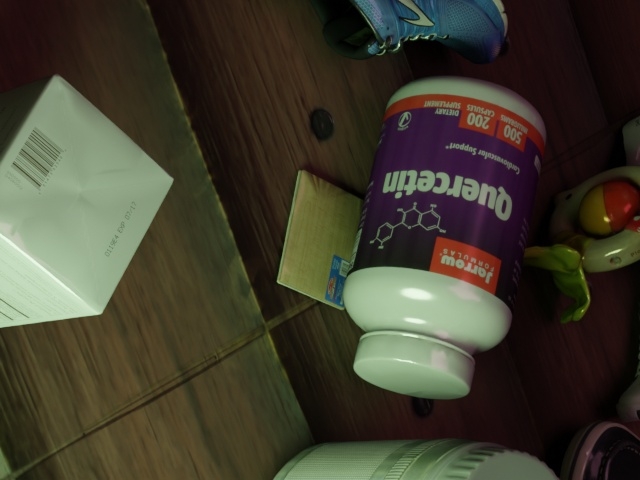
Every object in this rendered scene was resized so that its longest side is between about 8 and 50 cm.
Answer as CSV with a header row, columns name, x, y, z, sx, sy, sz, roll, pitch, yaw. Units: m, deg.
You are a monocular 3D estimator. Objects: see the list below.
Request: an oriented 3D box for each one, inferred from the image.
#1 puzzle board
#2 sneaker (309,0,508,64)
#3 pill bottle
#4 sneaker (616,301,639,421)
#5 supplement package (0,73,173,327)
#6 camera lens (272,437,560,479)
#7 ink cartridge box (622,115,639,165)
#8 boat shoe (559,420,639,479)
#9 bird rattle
name,x,y,z,sx,sy,sz,roll,pitch,yaw
puzzle board,0.000,0.000,1.589,0.096,0.011,0.128,26,67,-38
sneaker,0.070,-0.257,1.637,0.330,0.130,0.147,21,84,-35
pill bottle,0.130,-0.002,1.591,0.181,0.182,0.322,29,64,-36
sneaker,0.438,0.134,1.914,0.235,0.094,0.153,-21,96,-42
supplement package,-0.262,-0.021,1.191,0.134,0.244,0.139,43,56,-30
camera lens,0.084,0.303,1.437,0.219,0.274,0.219,9,77,-42
ink cartridge box,0.522,-0.031,1.953,0.278,0.117,0.201,47,28,-27
boat shoe,0.469,0.410,1.858,0.500,0.156,0.187,52,55,-22
bird rattle,0.354,-0.020,1.774,0.143,0.254,0.207,45,32,-29
